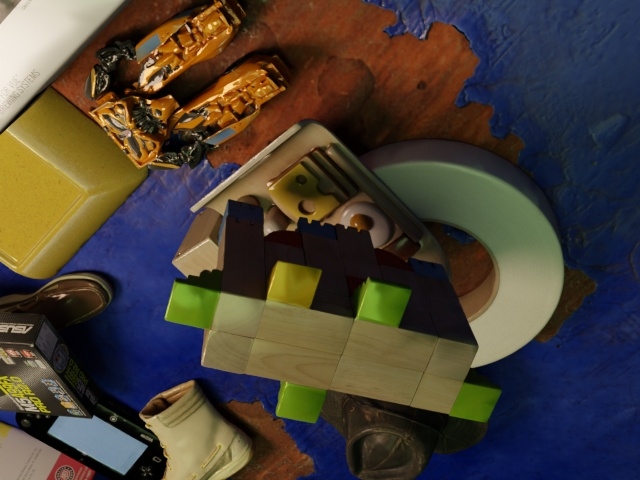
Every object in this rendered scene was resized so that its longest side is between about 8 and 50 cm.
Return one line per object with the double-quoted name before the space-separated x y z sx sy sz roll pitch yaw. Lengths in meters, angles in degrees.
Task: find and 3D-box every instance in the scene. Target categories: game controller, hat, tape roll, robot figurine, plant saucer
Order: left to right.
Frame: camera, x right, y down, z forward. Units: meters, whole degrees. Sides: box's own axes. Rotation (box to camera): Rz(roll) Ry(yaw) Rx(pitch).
"plant saucer" -0.491 -0.100 1.261 0.333 0.081 0.333 40 124 -16
"game controller" -0.432 0.380 1.603 0.319 0.067 0.166 33 125 -13
"robot figurine" -0.194 -0.203 1.117 0.291 0.085 0.211 -27 115 28
"hat" 0.112 0.325 1.359 0.331 0.134 0.331 12 143 10
"tape roll" 0.161 0.034 1.220 0.392 0.072 0.392 6 126 8

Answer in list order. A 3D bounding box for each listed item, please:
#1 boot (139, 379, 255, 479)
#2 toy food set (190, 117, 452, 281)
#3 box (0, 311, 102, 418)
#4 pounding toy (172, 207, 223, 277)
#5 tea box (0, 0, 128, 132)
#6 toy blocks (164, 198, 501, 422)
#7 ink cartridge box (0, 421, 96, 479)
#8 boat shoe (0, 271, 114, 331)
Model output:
"boot" -0.281 0.395 1.531 0.262 0.095 0.203 -34 113 7
"toy food set" 0.000 0.000 1.129 0.220 0.092 0.306 -35 111 31
"box" -0.528 0.217 1.413 0.216 0.060 0.270 2 143 11
"pounding toy" -0.129 0.064 1.220 0.094 0.206 0.181 -31 114 29
"tea box" -0.410 -0.337 0.972 0.329 0.220 0.323 -35 112 26
"toy blocks" 0.013 0.066 0.993 0.381 0.261 0.190 13 114 -10
"ink cartridge box" -0.680 0.514 1.623 0.385 0.279 0.160 24 128 -4
"boat shoe" -0.474 0.132 1.414 0.257 0.095 0.095 -19 119 24
